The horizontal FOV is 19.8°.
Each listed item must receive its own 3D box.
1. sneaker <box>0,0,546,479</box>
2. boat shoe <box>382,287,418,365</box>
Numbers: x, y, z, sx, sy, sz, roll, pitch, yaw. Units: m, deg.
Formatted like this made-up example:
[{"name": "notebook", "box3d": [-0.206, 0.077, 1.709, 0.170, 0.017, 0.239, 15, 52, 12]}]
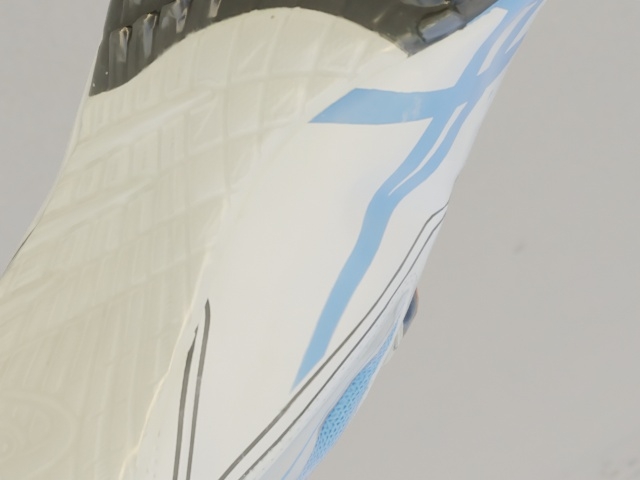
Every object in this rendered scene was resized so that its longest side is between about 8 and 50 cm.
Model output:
[{"name": "sneaker", "box3d": [-0.007, -0.016, 0.388, 0.237, 0.085, 0.086, -58, 153, 10]}, {"name": "boat shoe", "box3d": [0.000, 0.000, 0.650, 0.049, 0.043, 0.137, 2, 154, 25]}]
